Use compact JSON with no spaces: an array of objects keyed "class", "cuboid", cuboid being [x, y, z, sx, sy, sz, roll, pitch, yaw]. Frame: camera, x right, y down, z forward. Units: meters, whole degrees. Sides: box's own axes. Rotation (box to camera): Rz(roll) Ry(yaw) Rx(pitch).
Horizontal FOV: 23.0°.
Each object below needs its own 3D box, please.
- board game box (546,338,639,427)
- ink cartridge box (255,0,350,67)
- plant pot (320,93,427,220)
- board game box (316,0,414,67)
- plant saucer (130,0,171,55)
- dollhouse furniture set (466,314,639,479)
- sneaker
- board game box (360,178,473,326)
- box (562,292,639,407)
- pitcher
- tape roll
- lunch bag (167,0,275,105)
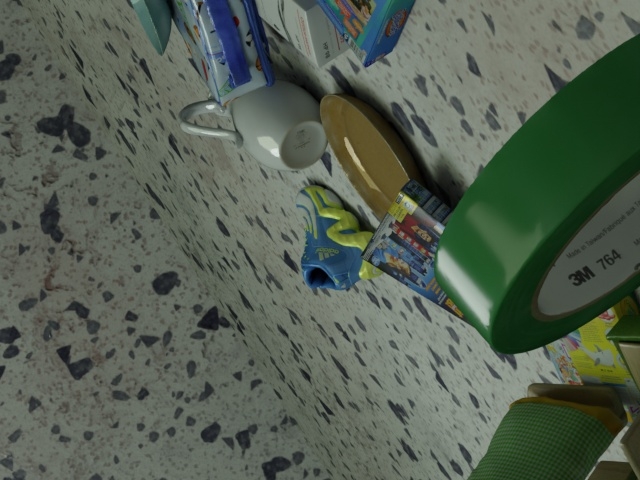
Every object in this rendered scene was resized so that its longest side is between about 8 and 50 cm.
[{"class":"board game box","cuboid":[0.340,0.166,1.953,0.154,0.026,0.103,28,148,60]},{"class":"ink cartridge box","cuboid":[-0.018,-0.299,2.032,0.180,0.060,0.104,45,161,37]},{"class":"plant pot","cuboid":[0.081,-0.108,2.181,0.236,0.032,0.236,50,164,20]},{"class":"board game box","cuboid":[0.040,-0.313,1.845,0.160,0.047,0.210,55,165,8]},{"class":"plant saucer","cuboid":[-0.252,-0.360,2.252,0.195,0.037,0.195,155,90,-83]},{"class":"dollhouse furniture set","cuboid":[0.271,0.200,1.732,0.301,0.197,0.151,-3,125,47]},{"class":"sneaker","cuboid":[0.000,0.000,2.476,0.240,0.126,0.091,38,157,48]},{"class":"board game box","cuboid":[0.167,0.022,2.080,0.194,0.060,0.194,39,150,5]},{"class":"box","cuboid":[0.325,0.109,1.798,0.105,0.043,0.179,2,128,49]},{"class":"pitcher","cuboid":[-0.098,-0.174,2.319,0.207,0.177,0.125,42,155,45]},{"class":"tape roll","cuboid":[0.238,-0.042,1.263,0.077,0.321,0.321,50,164,22]},{"class":"lunch bag","cuboid":[-0.152,-0.343,2.185,0.303,0.115,0.243,72,171,-49]}]
